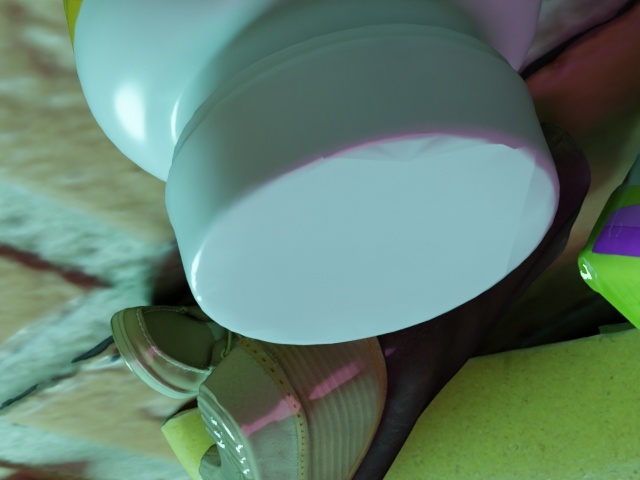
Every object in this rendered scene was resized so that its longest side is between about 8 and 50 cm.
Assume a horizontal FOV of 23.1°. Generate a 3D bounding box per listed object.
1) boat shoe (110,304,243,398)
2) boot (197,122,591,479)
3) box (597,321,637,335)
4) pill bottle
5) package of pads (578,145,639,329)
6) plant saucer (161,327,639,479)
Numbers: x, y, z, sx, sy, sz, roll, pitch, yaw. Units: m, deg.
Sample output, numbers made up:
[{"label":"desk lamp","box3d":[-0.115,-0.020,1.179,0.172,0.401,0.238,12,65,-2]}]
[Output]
[{"label":"boat shoe","box3d":[-0.051,0.051,0.773,0.045,0.050,0.135,-32,157,20]},{"label":"boot","box3d":[0.042,0.067,0.760,0.207,0.090,0.248,-36,157,-16]},{"label":"box","box3d":[0.208,0.125,1.006,0.087,0.058,0.232,-9,150,-7]},{"label":"pill bottle","box3d":[-0.011,-0.085,0.402,0.117,0.208,0.118,-12,150,-7]},{"label":"package of pads","box3d":[0.286,0.055,0.704,0.296,0.101,0.229,37,164,-27]},{"label":"plant saucer","box3d":[0.115,0.178,0.947,0.332,0.081,0.333,-12,147,15]}]
